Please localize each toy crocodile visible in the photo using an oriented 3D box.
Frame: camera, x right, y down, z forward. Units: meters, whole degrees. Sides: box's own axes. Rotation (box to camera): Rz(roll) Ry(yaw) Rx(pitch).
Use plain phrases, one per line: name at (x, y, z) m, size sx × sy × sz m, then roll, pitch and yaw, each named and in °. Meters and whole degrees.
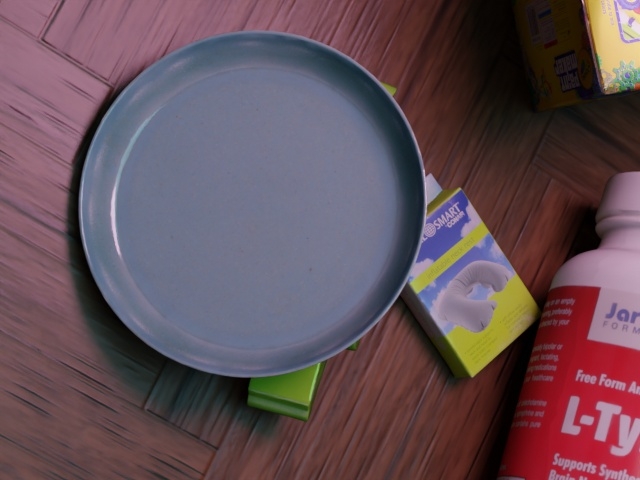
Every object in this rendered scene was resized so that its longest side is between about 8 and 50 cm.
toy crocodile at (0.000, 0.000, 1.826) m, size 0.115 × 0.105 × 0.341 m, roll 10°, pitch 83°, yaw 7°

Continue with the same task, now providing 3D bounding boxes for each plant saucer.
plant saucer at (-0.060, -0.033, 1.761) m, size 0.317 × 0.044 × 0.318 m, roll -1°, pitch 83°, yaw 6°

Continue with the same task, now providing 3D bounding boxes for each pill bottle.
pill bottle at (0.311, 0.153, 1.883) m, size 0.229 × 0.229 × 0.408 m, roll 21°, pitch 78°, yaw -22°

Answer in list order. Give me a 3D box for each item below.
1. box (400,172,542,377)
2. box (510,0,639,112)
box at (0.130, 0.034, 1.910) m, size 0.109 × 0.042 × 0.178 m, roll -40°, pitch 103°, yaw -22°
box at (0.350, -0.240, 1.854) m, size 0.279 × 0.290 × 0.177 m, roll -12°, pitch 92°, yaw -5°
